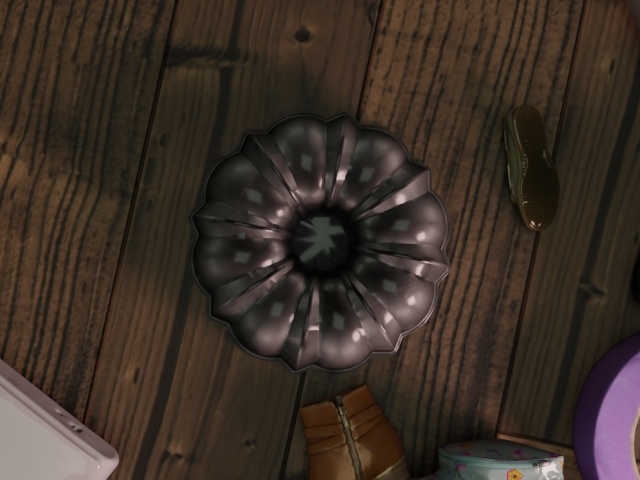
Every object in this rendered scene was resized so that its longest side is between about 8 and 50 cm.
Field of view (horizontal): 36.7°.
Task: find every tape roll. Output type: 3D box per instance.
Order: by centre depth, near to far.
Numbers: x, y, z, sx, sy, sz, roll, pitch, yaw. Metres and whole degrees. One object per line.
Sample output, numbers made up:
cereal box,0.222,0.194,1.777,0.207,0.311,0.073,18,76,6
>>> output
tape roll,0.450,0.238,1.158,0.274,0.090,0.275,0,88,-2

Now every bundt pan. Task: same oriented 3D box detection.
bundt pan,0.000,0.000,1.135,0.330,0.124,0.331,0,88,-1

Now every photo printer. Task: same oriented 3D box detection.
photo printer,-0.427,0.298,1.121,0.256,0.107,0.307,39,88,0

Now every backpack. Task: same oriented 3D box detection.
backpack,0.189,0.302,1.100,0.188,0.166,0.145,-8,90,-14

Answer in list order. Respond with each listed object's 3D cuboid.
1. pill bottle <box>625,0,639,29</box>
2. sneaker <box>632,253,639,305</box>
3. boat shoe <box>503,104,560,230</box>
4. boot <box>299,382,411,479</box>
pill bottle,0.527,-0.349,1.130,0.322,0.181,0.182,-29,89,-2
sneaker,0.484,-0.033,1.171,0.130,0.109,0.286,20,95,-11
boat shoe,0.254,-0.088,1.188,0.056,0.048,0.153,-14,95,-14
boot,0.003,0.271,1.154,0.197,0.073,0.152,-24,90,-14
